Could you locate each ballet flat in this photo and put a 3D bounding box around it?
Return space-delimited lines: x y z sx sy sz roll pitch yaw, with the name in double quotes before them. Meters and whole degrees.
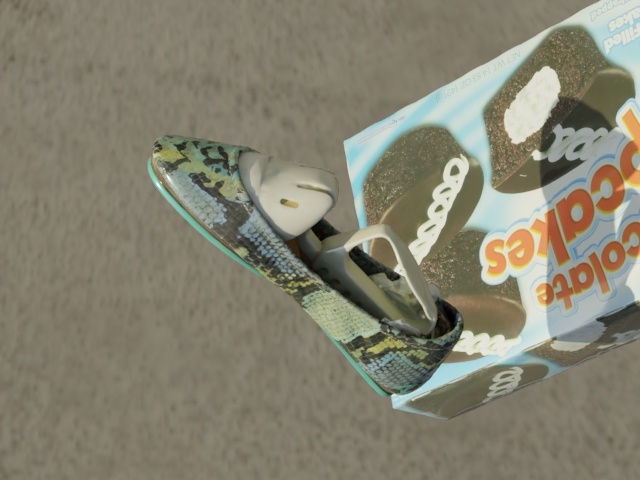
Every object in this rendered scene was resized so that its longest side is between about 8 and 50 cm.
"ballet flat" 0.000 0.000 0.901 0.070 0.070 0.188 -43 114 13

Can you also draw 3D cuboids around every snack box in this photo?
"snack box" 0.164 -0.037 1.053 0.322 0.187 0.060 -28 150 33
